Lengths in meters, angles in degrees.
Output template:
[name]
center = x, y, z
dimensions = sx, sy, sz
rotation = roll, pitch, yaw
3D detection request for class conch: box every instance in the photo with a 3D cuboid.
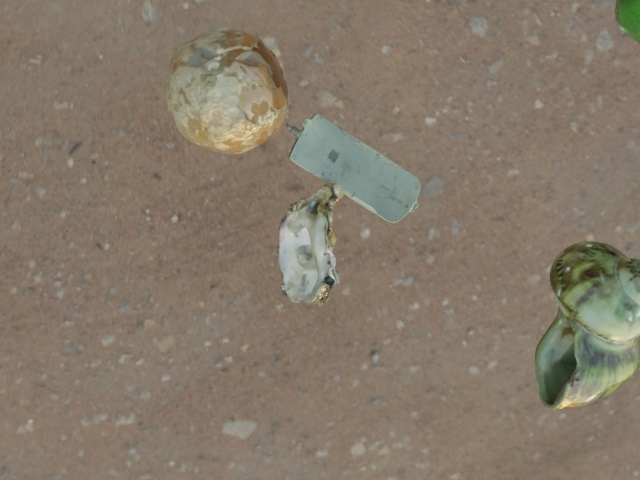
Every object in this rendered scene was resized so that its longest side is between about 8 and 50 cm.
[conch]
center = 0.318, 0.095, 0.926
dimensions = 0.124, 0.187, 0.181
rotation = 6, 149, 10

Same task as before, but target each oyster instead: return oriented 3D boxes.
[oyster]
center = 0.000, 0.000, 1.179
dimensions = 0.081, 0.163, 0.191
rotation = -8, 145, -30

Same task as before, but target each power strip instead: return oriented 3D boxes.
[power strip]
center = 0.045, -0.106, 1.176
dimensions = 0.227, 0.029, 0.080
rotation = 32, 91, -12

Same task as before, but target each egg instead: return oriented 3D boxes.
[egg]
center = -0.146, -0.232, 1.257
dimensions = 0.195, 0.233, 0.194
rotation = -4, 110, -11

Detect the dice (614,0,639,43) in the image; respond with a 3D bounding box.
[dice]
center = 0.644, -0.455, 1.268
dimensions = 0.300, 0.287, 0.297
rotation = 17, 82, 15
